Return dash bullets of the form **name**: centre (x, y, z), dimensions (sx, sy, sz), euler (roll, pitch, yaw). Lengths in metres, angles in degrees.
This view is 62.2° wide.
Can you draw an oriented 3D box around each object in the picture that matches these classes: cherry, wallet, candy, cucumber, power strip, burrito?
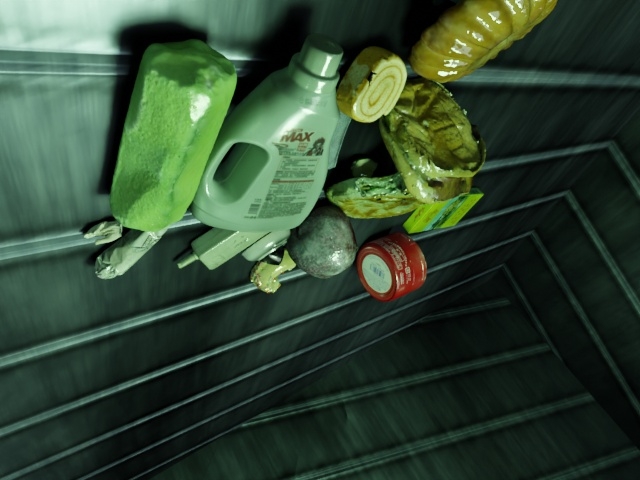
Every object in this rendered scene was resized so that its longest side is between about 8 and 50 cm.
- **cherry**: centre (0.005, 0.009, 1.414), dimensions (0.195, 0.195, 0.195), euler (-30, 156, -15)
- **wallet**: centre (-0.016, -0.212, 1.159), dimensions (0.167, 0.036, 0.222), euler (-26, 156, -25)
- **candy**: centre (-0.242, -0.156, 0.851), dimensions (0.343, 0.132, 0.142), euler (-55, -167, 41)
- **cucumber**: centre (0.102, -0.187, 1.367), dimensions (0.107, 0.035, 0.067), euler (12, 109, -59)
- **power strip**: centre (-0.207, -0.011, 1.250), dimensions (0.288, 0.053, 0.093), euler (-35, 157, -6)
- **burrito**: centre (-0.366, 0.005, 1.050), dimensions (0.203, 0.064, 0.064), euler (-40, 157, 8)

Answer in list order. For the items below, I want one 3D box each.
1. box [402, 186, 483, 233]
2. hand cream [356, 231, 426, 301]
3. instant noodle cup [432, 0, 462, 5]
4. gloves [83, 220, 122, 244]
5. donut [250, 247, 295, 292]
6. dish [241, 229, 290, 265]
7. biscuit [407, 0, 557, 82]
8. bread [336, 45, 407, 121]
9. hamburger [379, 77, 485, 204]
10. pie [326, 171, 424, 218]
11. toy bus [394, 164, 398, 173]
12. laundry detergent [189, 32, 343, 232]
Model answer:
- **box**: centre (0.464, -0.117, 1.989), dimensions (0.335, 0.047, 0.187), euler (-8, 145, -47)
- **hand cream**: centre (0.244, 0.093, 1.861), dimensions (0.149, 0.230, 0.230), euler (-19, 151, -34)
- **instant noodle cup**: centre (0.291, -0.516, 0.967), dimensions (0.179, 0.070, 0.157), euler (-32, 155, -6)
- **gloves**: centre (-0.399, -0.014, 0.991), dimensions (0.081, 0.037, 0.044), euler (-7, 110, -23)
- **donut**: centre (-0.138, 0.090, 1.518), dimensions (0.108, 0.065, 0.166), euler (-3, 140, -52)
- **dish**: centre (-0.121, 0.027, 1.349), dimensions (0.141, 0.078, 0.141), euler (-35, 180, 0)
- **biscuit**: centre (0.329, -0.420, 1.043), dimensions (0.326, 0.107, 0.326), euler (-30, 179, -1)
- **bread**: centre (0.107, -0.305, 1.058), dimensions (0.122, 0.073, 0.149), euler (17, 109, -51)
- **hamburger**: centre (0.248, -0.224, 1.221), dimensions (0.266, 0.284, 0.134), euler (-18, 168, -33)
- **pie**: centre (0.158, -0.116, 1.390), dimensions (0.303, 0.066, 0.302), euler (-5, 169, -1)
- **toy bus**: centre (0.294, -0.225, 1.471), dimensions (0.092, 0.106, 0.268), euler (-16, 150, -42)
- **laundry detergent**: centre (-0.080, -0.184, 0.969), dimensions (0.264, 0.124, 0.397), euler (-2, 141, -30)
